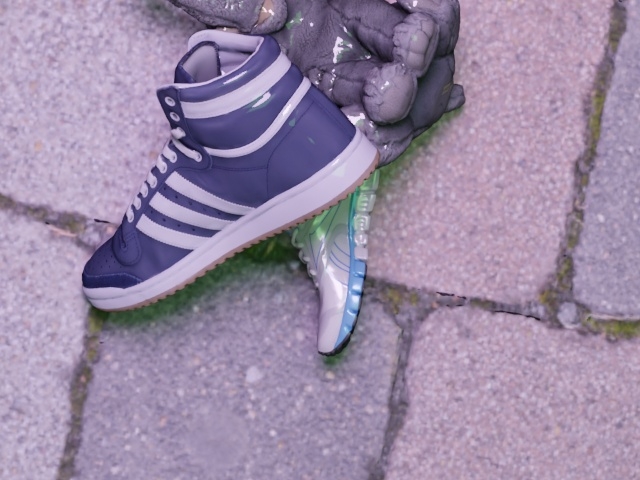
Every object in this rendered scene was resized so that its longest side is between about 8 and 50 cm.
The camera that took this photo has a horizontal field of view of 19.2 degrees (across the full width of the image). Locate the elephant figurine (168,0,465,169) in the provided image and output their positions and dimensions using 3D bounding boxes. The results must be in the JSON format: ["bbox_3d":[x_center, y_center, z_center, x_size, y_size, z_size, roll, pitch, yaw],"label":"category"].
[{"bbox_3d":[-0.016,-0.168,1.515,0.239,0.186,0.169,22,50,17],"label":"elephant figurine"}]

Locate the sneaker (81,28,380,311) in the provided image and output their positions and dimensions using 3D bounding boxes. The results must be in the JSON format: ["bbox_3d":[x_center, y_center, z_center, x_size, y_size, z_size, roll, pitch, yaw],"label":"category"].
[{"bbox_3d":[-0.107,-0.058,1.455,0.282,0.099,0.153,-27,114,29],"label":"sneaker"}]

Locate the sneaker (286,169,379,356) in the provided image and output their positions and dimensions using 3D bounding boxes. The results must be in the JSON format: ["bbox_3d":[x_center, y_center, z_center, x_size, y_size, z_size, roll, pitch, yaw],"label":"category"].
[{"bbox_3d":[0.000,0.000,1.564,0.083,0.071,0.191,6,82,-6],"label":"sneaker"}]
